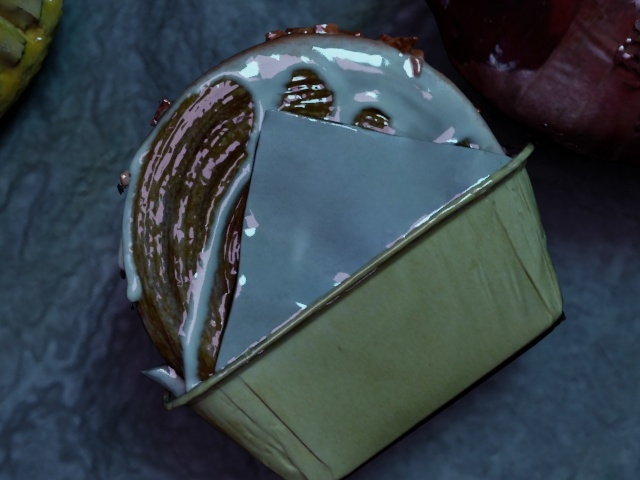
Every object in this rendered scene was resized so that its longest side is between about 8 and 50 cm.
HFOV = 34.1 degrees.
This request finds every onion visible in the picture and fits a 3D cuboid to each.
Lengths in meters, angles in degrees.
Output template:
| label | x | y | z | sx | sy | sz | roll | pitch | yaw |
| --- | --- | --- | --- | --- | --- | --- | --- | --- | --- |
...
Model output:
| label | x | y | z | sx | sy | sz | roll | pitch | yaw |
| --- | --- | --- | --- | --- | --- | --- | --- | --- | --- |
| onion | 0.176 | -0.156 | 0.509 | 0.252 | 0.219 | 0.252 | -1 | 67 | 2 |

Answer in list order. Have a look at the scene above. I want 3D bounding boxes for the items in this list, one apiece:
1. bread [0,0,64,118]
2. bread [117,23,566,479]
| label | x | y | z | sx | sy | sz | roll | pitch | yaw |
| --- | --- | --- | --- | --- | --- | --- | --- | --- | --- |
| bread | -0.280 | -0.165 | 0.582 | 0.274 | 0.149 | 0.274 | -1 | 83 | 7 |
| bread | 0.000 | 0.000 | 0.543 | 0.224 | 0.142 | 0.212 | -36 | 94 | -3 |
